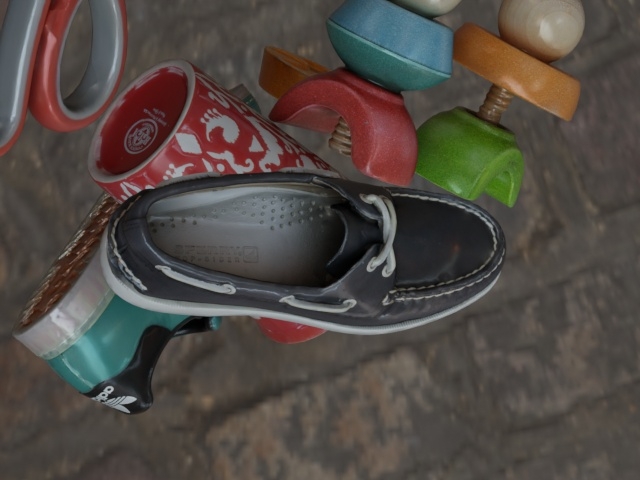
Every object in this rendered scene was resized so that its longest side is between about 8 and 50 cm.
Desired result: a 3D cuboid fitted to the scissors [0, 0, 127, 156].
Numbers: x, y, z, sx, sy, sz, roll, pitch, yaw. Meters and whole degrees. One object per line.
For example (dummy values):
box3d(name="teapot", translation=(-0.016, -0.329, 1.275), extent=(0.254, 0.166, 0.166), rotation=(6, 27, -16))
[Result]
box3d(name="scissors", translation=(-0.083, -0.172, 0.750), extent=(0.021, 0.109, 0.297), rotation=(23, 104, 28))

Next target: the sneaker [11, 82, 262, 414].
box3d(name="sneaker", translation=(-0.115, 0.007, 1.514), extent=(0.121, 0.302, 0.108), rotation=(47, 142, -18))

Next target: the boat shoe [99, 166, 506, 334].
box3d(name="boat shoe", translation=(0.000, 0.000, 0.570), extent=(0.125, 0.046, 0.038), rotation=(4, 163, -18))

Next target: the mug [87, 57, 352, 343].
box3d(name="mug", translation=(-0.065, -0.023, 1.212), extent=(0.150, 0.113, 0.169), rotation=(-13, 139, 42))

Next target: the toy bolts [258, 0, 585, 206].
box3d(name="toy bolts", translation=(0.056, -0.137, 1.319), extent=(0.218, 0.228, 0.158), rotation=(30, 101, 22))
